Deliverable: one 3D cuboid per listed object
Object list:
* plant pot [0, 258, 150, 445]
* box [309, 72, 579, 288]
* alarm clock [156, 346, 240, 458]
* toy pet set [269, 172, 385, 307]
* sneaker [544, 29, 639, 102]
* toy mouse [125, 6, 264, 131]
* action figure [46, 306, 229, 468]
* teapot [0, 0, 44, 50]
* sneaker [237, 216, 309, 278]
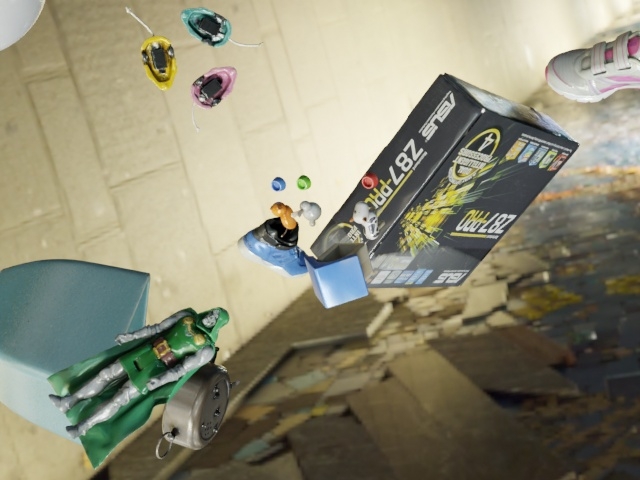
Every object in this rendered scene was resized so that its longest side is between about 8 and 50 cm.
[{"bbox_3d":[-0.456,0.175,1.735,0.247,0.252,0.248,111,-4,-55],"label":"plant pot"},{"bbox_3d":[0.197,-0.072,1.519,0.097,0.318,0.395,49,21,24],"label":"box"},{"bbox_3d":[-0.187,0.253,1.482,0.192,0.064,0.129,-49,149,-50],"label":"alarm clock"},{"bbox_3d":[0.000,0.000,0.971,0.065,0.122,0.114,-39,120,-48],"label":"toy pet set"},{"bbox_3d":[0.517,-0.313,1.751,0.111,0.252,0.103,68,19,-63],"label":"sneaker"},{"bbox_3d":[-0.137,-0.215,1.192,0.031,0.143,0.161,-145,-143,-72],"label":"toy mouse"},{"bbox_3d":[-0.209,0.150,1.215,0.137,0.232,0.063,53,-7,23],"label":"action figure"},{"bbox_3d":[-0.545,-0.419,1.530,0.187,0.252,0.256,85,-8,-71],"label":"teapot"},{"bbox_3d":[-0.050,0.009,1.608,0.152,0.084,0.058,24,42,-39],"label":"sneaker"}]
